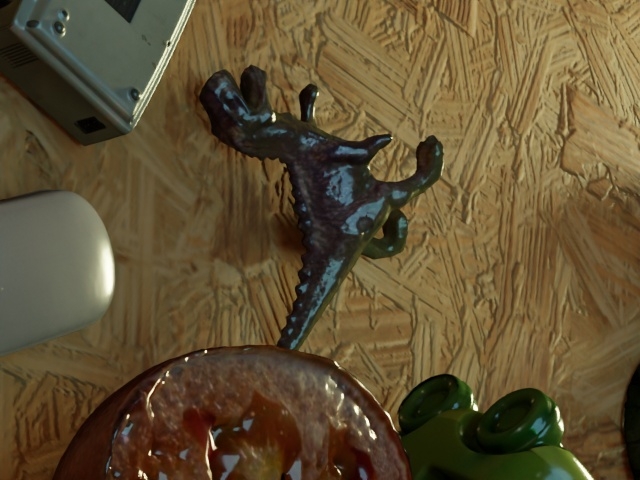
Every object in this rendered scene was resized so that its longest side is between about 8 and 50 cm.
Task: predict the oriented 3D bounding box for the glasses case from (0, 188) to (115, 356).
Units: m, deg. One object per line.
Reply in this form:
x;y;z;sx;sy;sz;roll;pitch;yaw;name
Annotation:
-0.213;0.030;1.091;0.233;0.059;0.092;-21;99;-48;glasses case

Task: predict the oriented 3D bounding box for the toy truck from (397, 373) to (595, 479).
0.108;0.205;1.307;0.148;0.187;0.210;54;48;-22;toy truck

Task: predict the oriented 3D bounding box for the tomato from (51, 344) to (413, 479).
-0.064;0.229;1.152;0.338;0.143;0.338;17;68;-49;tomato

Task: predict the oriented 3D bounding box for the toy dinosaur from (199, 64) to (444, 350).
-0.003;-0.001;1.336;0.199;0.072;0.251;-8;100;-37;toy dinosaur

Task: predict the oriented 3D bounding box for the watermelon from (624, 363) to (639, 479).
0.318;0.178;1.620;0.092;0.075;0.182;3;79;-51;watermelon

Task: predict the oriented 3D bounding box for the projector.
-0.144;-0.154;1.204;0.115;0.061;0.147;42;53;-31;projector
